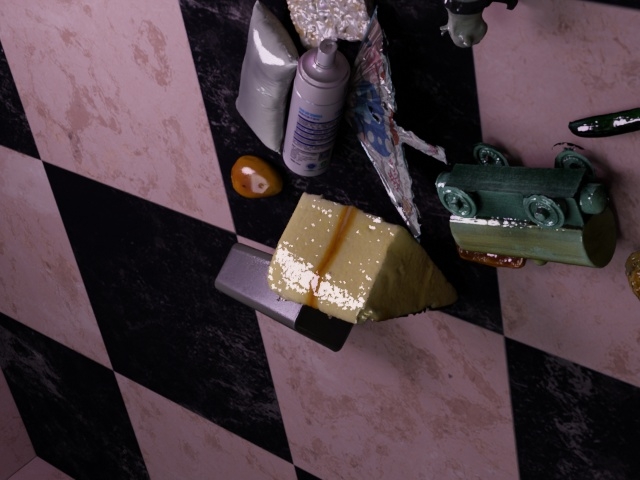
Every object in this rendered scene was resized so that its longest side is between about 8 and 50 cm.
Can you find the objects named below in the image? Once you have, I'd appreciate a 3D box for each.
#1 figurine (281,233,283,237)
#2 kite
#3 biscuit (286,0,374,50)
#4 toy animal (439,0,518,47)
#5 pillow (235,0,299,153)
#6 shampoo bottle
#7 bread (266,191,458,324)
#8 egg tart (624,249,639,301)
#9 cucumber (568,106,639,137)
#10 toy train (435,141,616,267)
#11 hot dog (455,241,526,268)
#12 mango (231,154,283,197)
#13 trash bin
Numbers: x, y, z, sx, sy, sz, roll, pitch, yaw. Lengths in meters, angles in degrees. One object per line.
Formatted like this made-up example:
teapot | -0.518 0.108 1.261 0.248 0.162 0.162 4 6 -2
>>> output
figurine | 0.003 -0.008 2.341 0.098 0.081 0.146 17 153 -30
kite | 0.105 -0.181 1.980 0.368 0.014 0.406 36 144 58
biscuit | 0.019 -0.386 1.984 0.188 0.040 0.265 41 146 16
toy animal | 0.216 -0.363 1.705 0.094 0.121 0.225 36 145 21
pillow | -0.088 -0.276 2.156 0.144 0.078 0.254 61 154 27
shampoo bottle | -0.006 -0.226 2.080 0.092 0.092 0.303 40 153 17
bread | 0.075 0.075 2.171 0.263 0.198 0.236 21 169 42
egg tart | 0.504 0.059 1.824 0.129 0.049 0.129 36 148 27
cucumber | 0.414 -0.162 1.738 0.036 0.033 0.184 43 153 -25
toy train | 0.318 -0.051 1.897 0.307 0.126 0.189 7 145 45
hot dog | 0.283 0.012 2.046 0.144 0.038 0.062 9 125 42
mango | -0.121 -0.119 2.375 0.114 0.060 0.080 28 124 33
trash bin | -0.066 0.102 2.412 0.240 0.122 0.164 22 173 39
